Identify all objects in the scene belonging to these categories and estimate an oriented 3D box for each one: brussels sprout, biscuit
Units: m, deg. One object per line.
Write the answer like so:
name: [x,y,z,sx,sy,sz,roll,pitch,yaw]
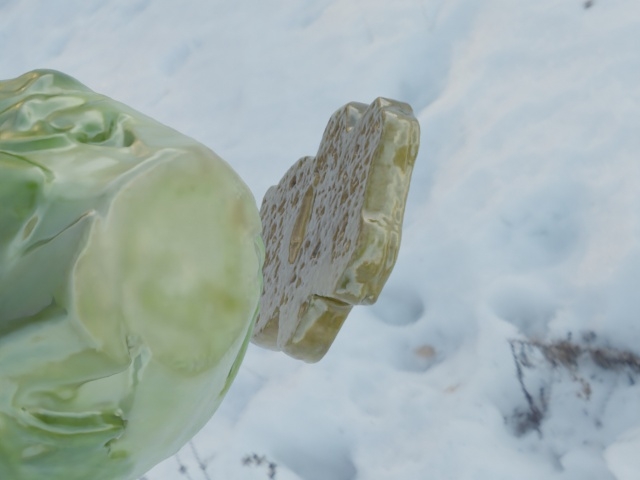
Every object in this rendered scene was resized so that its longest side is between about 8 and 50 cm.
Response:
brussels sprout: [-0.106,0.024,0.432,0.181,0.144,0.161,7,61,47]
biscuit: [0.000,0.000,0.711,0.225,0.036,0.166,144,140,-61]
